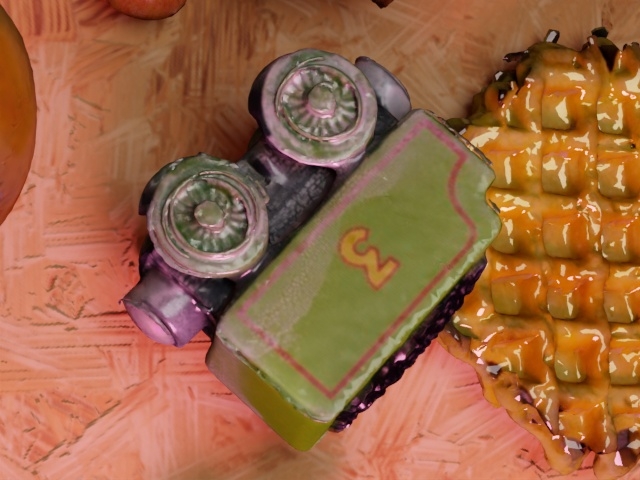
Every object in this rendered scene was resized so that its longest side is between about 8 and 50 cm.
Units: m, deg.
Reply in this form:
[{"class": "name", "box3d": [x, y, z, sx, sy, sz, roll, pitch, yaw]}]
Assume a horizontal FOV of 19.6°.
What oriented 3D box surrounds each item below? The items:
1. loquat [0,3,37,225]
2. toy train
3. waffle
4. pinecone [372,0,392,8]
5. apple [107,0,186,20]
[{"class": "loquat", "box3d": [-0.335, -0.095, 1.345, 0.263, 0.263, 0.263, 3, 83, -27]}, {"class": "toy train", "box3d": [0.000, 0.000, 1.521, 0.249, 0.173, 0.307, 41, 72, 6]}, {"class": "waffle", "box3d": [0.254, 0.006, 1.727, 0.379, 0.095, 0.382, -42, 101, -23]}, {"class": "pinecone", "box3d": [0.011, -0.317, 1.573, 0.257, 0.243, 0.244, -7, 87, 15]}, {"class": "apple", "box3d": [-0.148, -0.224, 1.562, 0.084, 0.071, 0.084, 4, 77, -20]}]
